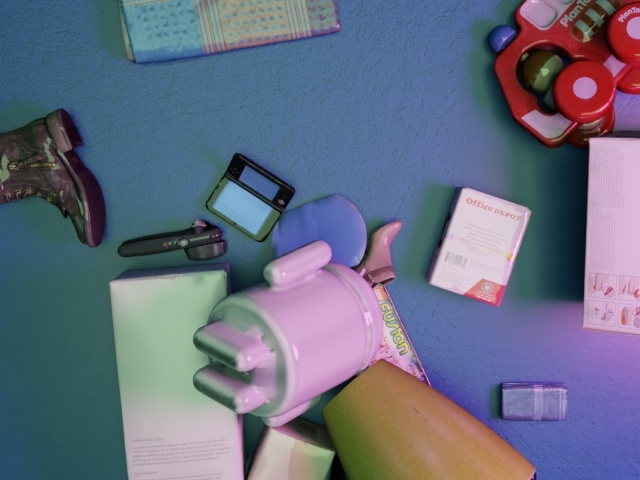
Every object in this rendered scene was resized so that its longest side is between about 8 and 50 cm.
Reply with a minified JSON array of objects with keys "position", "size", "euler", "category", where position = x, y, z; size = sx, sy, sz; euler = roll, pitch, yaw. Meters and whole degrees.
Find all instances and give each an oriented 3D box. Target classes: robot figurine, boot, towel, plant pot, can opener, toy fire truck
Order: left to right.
[{"position":[-0.503,-0.086,1.712],"size":[0.228,0.091,0.263],"euler":[-18,91,6],"category":"boot"},{"position":[-0.256,0.005,1.726],"size":[0.186,0.059,0.073],"euler":[-6,95,-1],"category":"can opener"},{"position":[-0.167,-0.457,1.704],"size":[0.370,0.040,0.272],"euler":[-9,96,-2],"category":"towel"},{"position":[-0.039,0.149,1.590],"size":[0.199,0.353,0.300],"euler":[26,120,35],"category":"robot figurine"},{"position":[0.106,0.031,1.724],"size":[0.118,0.042,0.087],"euler":[-37,58,18],"category":"boot"},{"position":[0.148,0.345,1.636],"size":[0.275,0.275,0.293],"euler":[-41,79,2],"category":"plant pot"},{"position":[0.375,0.285,1.772],"size":[0.119,0.029,0.067],"euler":[1,94,-2],"category":"towel"},{"position":[0.421,-0.315,1.677],"size":[0.302,0.169,0.254],"euler":[-47,70,2],"category":"toy fire truck"}]

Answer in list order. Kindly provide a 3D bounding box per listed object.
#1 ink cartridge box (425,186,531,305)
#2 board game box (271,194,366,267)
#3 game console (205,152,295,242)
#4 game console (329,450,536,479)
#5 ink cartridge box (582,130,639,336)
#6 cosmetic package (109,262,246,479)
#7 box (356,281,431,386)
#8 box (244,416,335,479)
[{"position":[0.270,0.009,1.727],"size":[0.127,0.072,0.175],"euler":[19,94,-2],"category":"ink cartridge box"},{"position":[0.000,0.000,1.738],"size":[0.168,0.033,0.133],"euler":[-18,72,10],"category":"board game box"},{"position":[-0.120,-0.072,1.716],"size":[0.122,0.107,0.071],"euler":[32,59,-3],"category":"game console"},{"position":[0.197,0.431,1.774],"size":[0.361,0.044,0.213],"euler":[11,95,0],"category":"game console"},{"position":[0.533,-0.023,1.665],"size":[0.130,0.272,0.310],"euler":[5,100,29],"category":"ink cartridge box"},{"position":[-0.234,0.229,1.696],"size":[0.196,0.155,0.366],"euler":[-3,94,-1],"category":"cosmetic package"},{"position":[0.100,0.185,1.756],"size":[0.114,0.036,0.207],"euler":[-24,94,1],"category":"box"},{"position":[-0.086,0.463,1.723],"size":[0.121,0.148,0.311],"euler":[21,95,-3],"category":"box"}]
